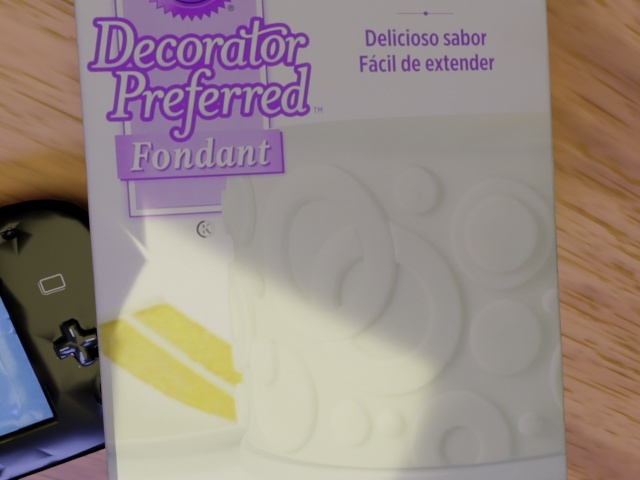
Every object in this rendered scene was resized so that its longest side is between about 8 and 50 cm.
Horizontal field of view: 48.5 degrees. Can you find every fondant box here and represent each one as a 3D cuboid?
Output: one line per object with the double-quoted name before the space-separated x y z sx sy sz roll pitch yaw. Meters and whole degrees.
"fondant box" 0.000 0.000 0.393 0.238 0.096 0.330 -4 91 -11

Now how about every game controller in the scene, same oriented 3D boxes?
"game controller" -0.264 0.089 0.435 0.319 0.067 0.166 -19 113 -6
